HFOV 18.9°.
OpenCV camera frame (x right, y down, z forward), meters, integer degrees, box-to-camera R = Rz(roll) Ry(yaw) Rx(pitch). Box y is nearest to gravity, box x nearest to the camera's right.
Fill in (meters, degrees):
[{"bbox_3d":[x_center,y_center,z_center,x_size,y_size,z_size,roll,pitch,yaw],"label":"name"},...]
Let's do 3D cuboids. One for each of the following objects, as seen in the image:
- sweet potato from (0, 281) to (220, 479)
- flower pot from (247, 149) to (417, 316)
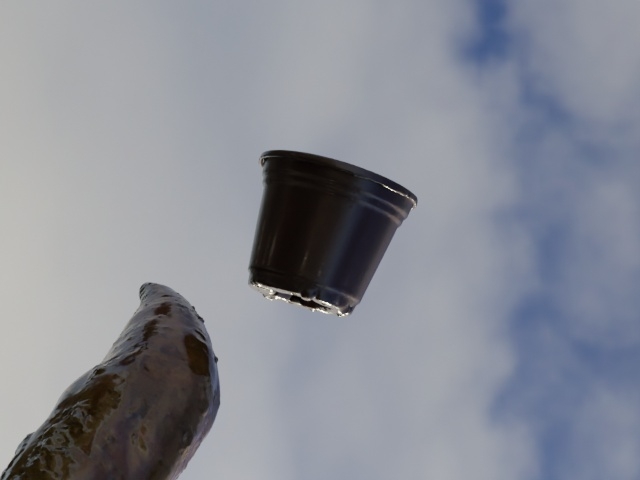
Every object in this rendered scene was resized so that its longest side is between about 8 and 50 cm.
[{"bbox_3d":[-0.130,0.133,1.138,0.106,0.354,0.095,0,-54,25],"label":"sweet potato"},{"bbox_3d":[0.000,0.000,1.266,0.111,0.111,0.089,1,-109,58],"label":"flower pot"}]
